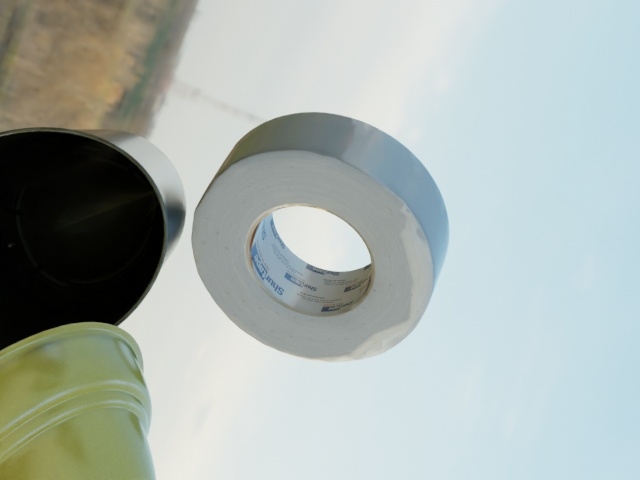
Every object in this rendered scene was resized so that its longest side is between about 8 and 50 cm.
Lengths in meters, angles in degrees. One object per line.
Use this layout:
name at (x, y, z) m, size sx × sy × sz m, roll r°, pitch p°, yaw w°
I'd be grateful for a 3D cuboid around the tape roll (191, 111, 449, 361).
tape roll at (0.000, 0.000, 1.194) m, size 0.219 × 0.219 × 0.072 m, roll -62°, pitch -178°, yaw 37°

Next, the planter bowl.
planter bowl at (-0.162, 0.159, 0.797) m, size 0.217 × 0.090 × 0.217 m, roll -38°, pitch 154°, yaw -23°

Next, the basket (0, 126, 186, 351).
basket at (-0.186, -0.011, 1.008) m, size 0.227 × 0.204 × 0.154 m, roll -54°, pitch 123°, yaw -80°
